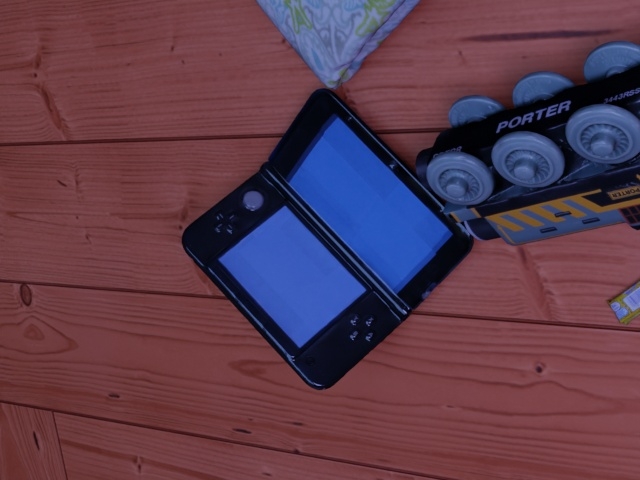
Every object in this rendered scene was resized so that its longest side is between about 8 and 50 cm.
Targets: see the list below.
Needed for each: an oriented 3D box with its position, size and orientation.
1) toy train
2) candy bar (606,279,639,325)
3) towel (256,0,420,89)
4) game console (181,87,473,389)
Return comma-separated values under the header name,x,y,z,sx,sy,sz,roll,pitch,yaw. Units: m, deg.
name,x,y,z,sx,sy,sz,roll,pitch,yaw
toy train,0.267,-0.084,1.037,0.334,0.142,0.190,-16,128,42
candy bar,0.397,0.044,1.095,0.040,0.018,0.161,52,126,10
towel,0.012,-0.402,1.101,0.320,0.090,0.374,55,139,7
game console,0.000,0.000,1.234,0.293,0.250,0.173,46,160,11
